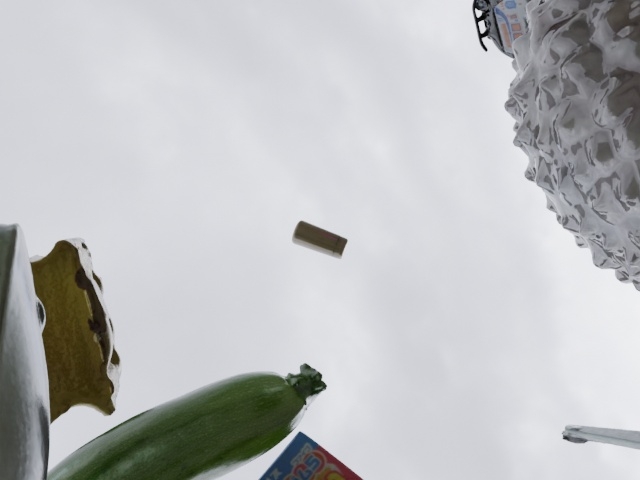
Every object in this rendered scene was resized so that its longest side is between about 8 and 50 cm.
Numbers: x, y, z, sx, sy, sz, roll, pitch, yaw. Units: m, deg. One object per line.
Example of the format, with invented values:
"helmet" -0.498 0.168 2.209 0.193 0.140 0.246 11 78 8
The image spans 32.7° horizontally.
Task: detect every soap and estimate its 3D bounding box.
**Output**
"soap" -0.377 0.127 1.634 0.281 0.143 0.259 180 79 -84

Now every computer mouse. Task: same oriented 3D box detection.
"computer mouse" -0.279 0.149 0.943 0.095 0.197 0.331 6 -109 -12

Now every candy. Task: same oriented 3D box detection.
"candy" 0.037 0.451 1.691 0.305 0.100 0.157 36 -106 23

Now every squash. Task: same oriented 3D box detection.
"squash" -0.174 0.238 1.202 0.395 0.107 0.107 -27 -96 -13

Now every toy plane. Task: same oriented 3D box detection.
"toy plane" 0.189 -0.250 1.064 0.053 0.078 0.197 -63 -34 -42

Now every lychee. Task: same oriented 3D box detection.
"lychee" 0.337 -0.113 0.832 0.432 0.380 0.381 58 -160 -60

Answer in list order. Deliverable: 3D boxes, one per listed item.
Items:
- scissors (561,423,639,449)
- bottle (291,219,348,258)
"scissors" 0.326 0.172 0.863 0.191 0.360 0.030 -20 -83 -33
"bottle" 0.000 0.000 1.934 0.096 0.045 0.045 21 -140 8
